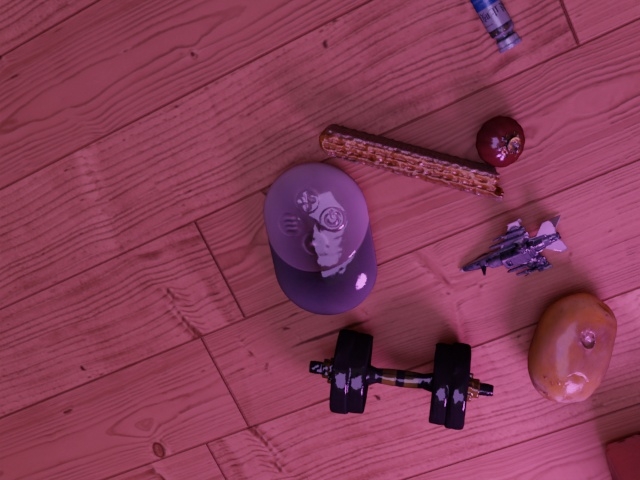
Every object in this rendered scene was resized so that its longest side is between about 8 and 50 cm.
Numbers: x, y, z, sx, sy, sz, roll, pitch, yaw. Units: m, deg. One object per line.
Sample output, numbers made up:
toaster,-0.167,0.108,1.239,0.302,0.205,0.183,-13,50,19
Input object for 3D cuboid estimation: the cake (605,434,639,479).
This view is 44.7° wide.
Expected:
cake,0.767,0.537,1.548,0.307,0.293,0.314,-17,96,13

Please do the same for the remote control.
remote control,0.000,0.000,1.625,0.221,0.103,0.332,-7,107,15

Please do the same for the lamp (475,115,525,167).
lamp,0.350,-0.191,1.510,0.101,0.090,0.101,-7,108,-23

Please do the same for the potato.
potato,0.504,0.216,1.579,0.150,0.146,0.234,10,98,-38

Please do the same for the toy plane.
toy plane,0.392,0.029,1.576,0.234,0.082,0.160,-31,125,18

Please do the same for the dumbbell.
dumbbell,0.168,0.290,1.640,0.388,0.185,0.185,6,107,8

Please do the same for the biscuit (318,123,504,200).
biscuit,0.183,-0.158,1.549,0.378,0.094,0.054,16,109,6

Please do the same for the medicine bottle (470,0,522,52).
medicine bottle,0.312,-0.446,1.460,0.051,0.051,0.191,-30,98,17
